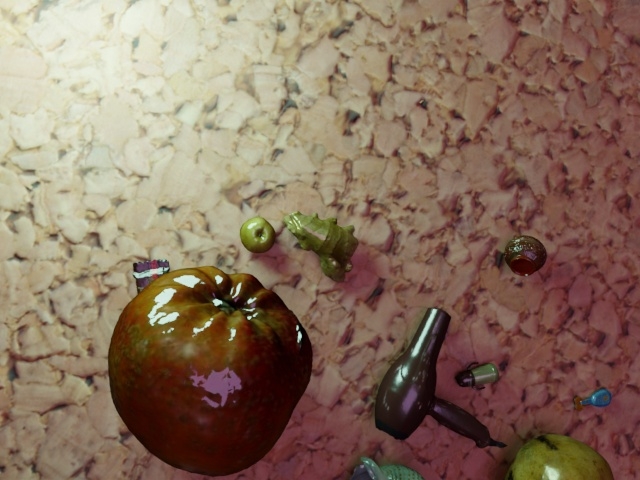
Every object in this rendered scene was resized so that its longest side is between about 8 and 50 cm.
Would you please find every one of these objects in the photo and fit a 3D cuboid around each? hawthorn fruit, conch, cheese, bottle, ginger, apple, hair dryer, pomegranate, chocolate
[{"bbox_3d":[-0.222,0.262,1.080,0.403,0.403,0.402,0,89,-11],"label":"hawthorn fruit"},{"bbox_3d":[0.166,0.587,1.256,0.172,0.131,0.200,-50,57,14],"label":"conch"},{"bbox_3d":[0.708,0.414,1.419,0.111,0.017,0.047,-9,88,-11],"label":"cheese"},{"bbox_3d":[0.382,0.333,1.346,0.101,0.047,0.063,-11,52,-7],"label":"bottle"},{"bbox_3d":[0.014,-0.004,1.261,0.115,0.081,0.205,-36,106,22],"label":"ginger"},{"bbox_3d":[-0.141,-0.011,1.234,0.084,0.071,0.083,0,91,-11],"label":"apple"},{"bbox_3d":[0.317,0.363,1.289,0.341,0.123,0.312,31,80,-7],"label":"hair dryer"},{"bbox_3d":[0.557,0.587,1.277,0.261,0.260,0.260,0,89,-11],"label":"pomegranate"},{"bbox_3d":[-0.368,0.132,1.211,0.086,0.028,0.182,-3,91,-8],"label":"chocolate"}]

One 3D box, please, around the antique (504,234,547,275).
[{"bbox_3d":[0.503,0.034,1.346,0.104,0.104,0.103,0,89,-11],"label":"antique"}]
